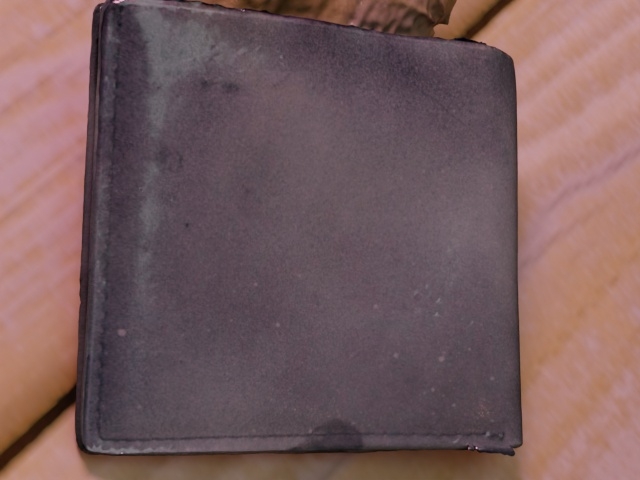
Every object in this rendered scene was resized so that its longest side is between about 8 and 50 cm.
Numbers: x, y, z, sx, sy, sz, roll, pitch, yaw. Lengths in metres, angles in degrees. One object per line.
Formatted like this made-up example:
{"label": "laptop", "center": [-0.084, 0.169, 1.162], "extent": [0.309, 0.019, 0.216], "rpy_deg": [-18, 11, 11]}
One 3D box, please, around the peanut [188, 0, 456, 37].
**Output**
{"label": "peanut", "center": [-0.011, -0.153, 1.009], "extent": [0.214, 0.090, 0.099], "rpy_deg": [1, 100, -30]}

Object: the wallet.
{"label": "wallet", "center": [0.001, 0.000, 0.943], "extent": [0.290, 0.054, 0.251], "rpy_deg": [2, 86, -33]}
